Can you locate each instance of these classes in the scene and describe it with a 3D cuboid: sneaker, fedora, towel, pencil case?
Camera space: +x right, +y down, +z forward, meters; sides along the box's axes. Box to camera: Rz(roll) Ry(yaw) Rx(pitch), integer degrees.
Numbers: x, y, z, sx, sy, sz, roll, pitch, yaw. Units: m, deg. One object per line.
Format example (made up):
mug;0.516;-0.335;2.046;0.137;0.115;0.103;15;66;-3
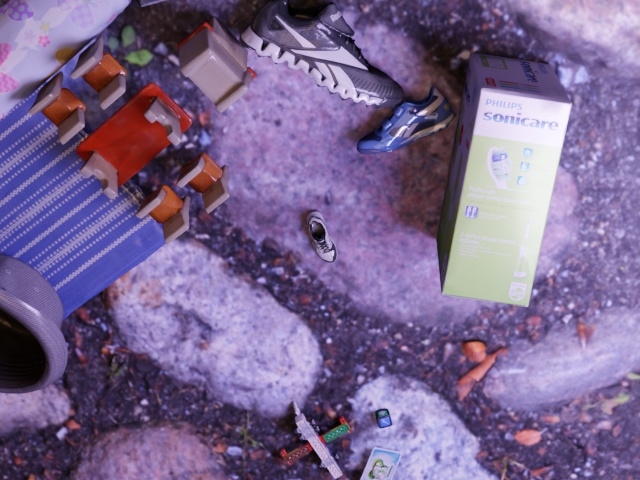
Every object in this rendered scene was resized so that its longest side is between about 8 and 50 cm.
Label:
sneaker;0.112;-0.163;1.756;0.144;0.053;0.059;-25;109;2
fedora;-0.478;0.098;1.820;0.275;0.124;0.243;26;135;-11
towel;-0.398;-0.068;1.825;0.243;0.040;0.336;-36;104;16
sneaker;0.016;-0.259;1.707;0.234;0.078;0.106;26;112;-5
pencil case;-0.379;-0.278;1.676;0.273;0.113;0.124;-42;96;6
sneaker;0.000;0.000;1.830;0.032;0.037;0.083;-22;110;8

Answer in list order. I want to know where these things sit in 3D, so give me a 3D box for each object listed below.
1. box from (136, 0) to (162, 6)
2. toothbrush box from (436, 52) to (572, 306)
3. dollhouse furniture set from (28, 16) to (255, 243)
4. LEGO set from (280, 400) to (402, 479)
box;-0.155;-0.475;1.592;0.242;0.076;0.307;-17;112;-10
toothbrush box;0.237;-0.084;1.698;0.122;0.206;0.283;9;112;-1
dollhouse furniture set;-0.213;-0.173;1.716;0.259;0.135;0.262;-38;114;16
LEGO set;0.021;0.351;1.974;0.182;0.060;0.244;13;113;-16
